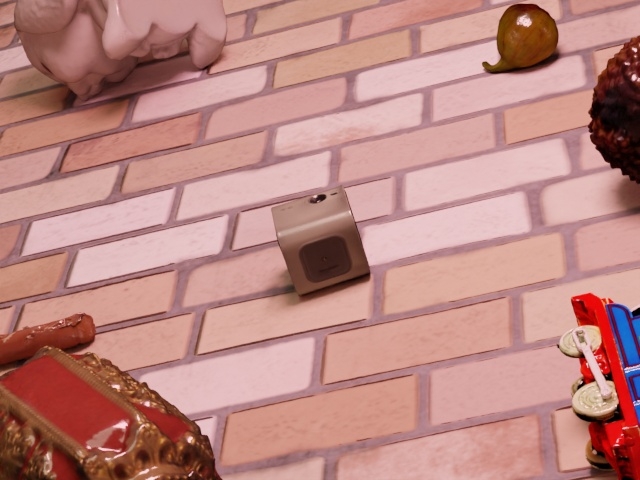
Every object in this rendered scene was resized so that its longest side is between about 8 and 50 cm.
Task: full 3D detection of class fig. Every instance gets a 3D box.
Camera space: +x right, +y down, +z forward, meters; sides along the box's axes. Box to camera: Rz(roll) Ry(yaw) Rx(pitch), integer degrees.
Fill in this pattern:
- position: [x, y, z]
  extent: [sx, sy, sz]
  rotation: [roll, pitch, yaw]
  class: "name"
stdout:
- position: [0.244, -0.241, 2.157]
  extent: [0.084, 0.082, 0.098]
  rotation: [35, 98, 40]
  class: "fig"

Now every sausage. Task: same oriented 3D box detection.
- position: [-0.318, 0.111, 1.910]
  extent: [0.158, 0.042, 0.036]
  rotation: [-15, 67, 12]
  class: "sausage"

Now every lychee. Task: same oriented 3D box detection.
- position: [0.367, -0.137, 1.792]
  extent: [0.188, 0.188, 0.188]
  rotation: [-14, 29, 8]
  class: "lychee"

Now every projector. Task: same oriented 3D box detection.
- position: [0.000, 0.000, 1.859]
  extent: [0.082, 0.083, 0.083]
  rotation: [-18, 29, 2]
  class: "projector"

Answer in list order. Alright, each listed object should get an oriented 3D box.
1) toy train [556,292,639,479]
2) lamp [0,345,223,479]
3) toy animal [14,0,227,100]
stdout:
- position: [0.274, 0.123, 1.485]
  extent: [0.131, 0.083, 0.204]
  rotation: [-15, 31, 7]
  class: "toy train"
- position: [-0.202, 0.198, 1.559]
  extent: [0.177, 0.177, 0.274]
  rotation: [-32, 33, -22]
  class: "lamp"
- position: [-0.296, -0.309, 2.448]
  extent: [0.265, 0.206, 0.271]
  rotation: [-16, -7, 41]
  class: "toy animal"
